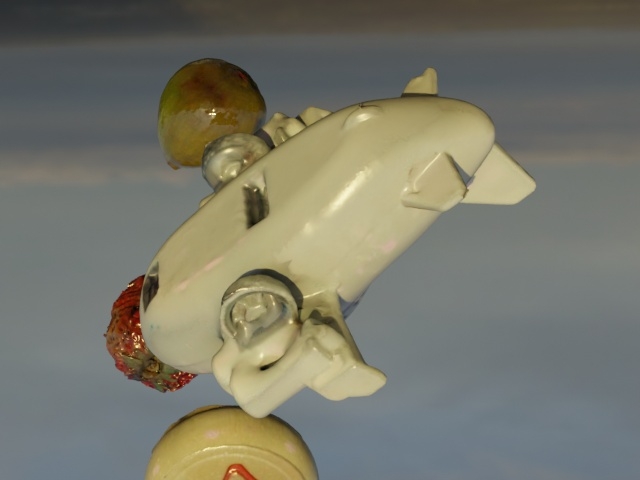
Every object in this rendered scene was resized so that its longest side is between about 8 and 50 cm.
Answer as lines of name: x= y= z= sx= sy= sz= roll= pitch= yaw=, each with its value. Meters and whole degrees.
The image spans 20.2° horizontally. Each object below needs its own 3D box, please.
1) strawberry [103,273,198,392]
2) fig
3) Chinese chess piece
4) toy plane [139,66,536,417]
strawberry: x=-0.129 y=0.069 z=1.400 sx=0.083 sy=0.096 sz=0.083 roll=0 pitch=149 yaw=0
fig: x=-0.082 y=-0.086 z=1.268 sx=0.088 sy=0.074 sz=0.074 roll=-45 pitch=165 yaw=22
Chinese chess piece: x=-0.061 y=0.172 z=1.238 sx=0.122 sy=0.122 sz=0.051 roll=-2 pitch=-149 yaw=-5
toy plane: x=0.000 y=0.000 z=1.029 sx=0.117 sy=0.244 sz=0.245 roll=39 pitch=159 yaw=-33
